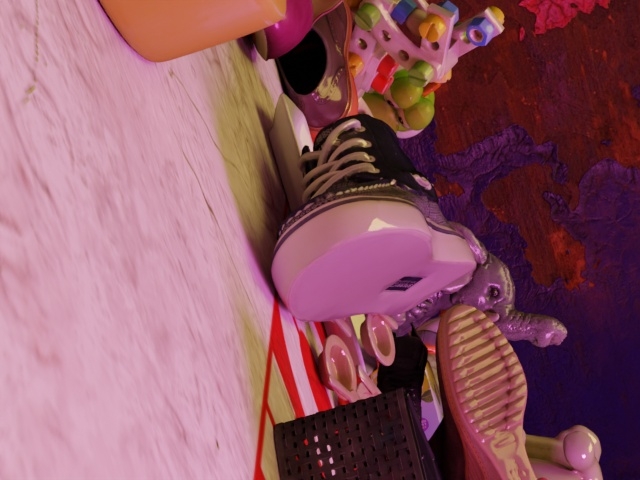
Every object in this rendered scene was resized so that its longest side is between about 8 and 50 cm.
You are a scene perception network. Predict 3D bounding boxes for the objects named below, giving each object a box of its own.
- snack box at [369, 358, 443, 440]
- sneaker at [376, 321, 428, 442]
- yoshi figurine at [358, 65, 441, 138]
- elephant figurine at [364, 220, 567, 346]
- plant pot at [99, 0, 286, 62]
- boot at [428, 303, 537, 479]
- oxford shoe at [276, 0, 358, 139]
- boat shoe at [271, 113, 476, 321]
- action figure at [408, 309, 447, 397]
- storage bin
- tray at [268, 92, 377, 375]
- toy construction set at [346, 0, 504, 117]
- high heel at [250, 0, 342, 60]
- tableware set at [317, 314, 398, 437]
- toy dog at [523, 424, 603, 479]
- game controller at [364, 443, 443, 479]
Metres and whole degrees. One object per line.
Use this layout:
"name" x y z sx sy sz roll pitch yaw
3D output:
"snack box" 0.116 0.234 1.406 0.174 0.070 0.207 53 23 -74
"sneaker" 0.075 0.131 1.168 0.170 0.051 0.089 -63 160 -83
"yoshi figurine" 0.068 -0.207 1.987 0.362 0.203 0.203 -148 -99 -78
"elephant figurine" 0.169 0.052 1.573 0.169 0.239 0.186 -95 167 -63
"plant pot" -0.020 -0.250 0.666 0.254 0.239 0.254 -16 90 -84
"boot" 0.125 0.203 1.214 0.207 0.090 0.249 -33 -110 57
"oxford shoe" -0.015 -0.255 1.460 0.098 0.096 0.271 50 22 -58
"boat shoe" 0.019 -0.030 0.994 0.158 0.127 0.340 60 11 14
"action figure" 0.170 0.224 1.813 0.330 0.178 0.341 -6 106 -77
"storage bin" 0.038 0.193 0.717 0.122 0.084 0.180 67 8 -48
"tray" 0.000 0.000 1.171 0.145 0.030 0.270 24 49 -83
"toy construction set" 0.084 -0.219 1.609 0.151 0.215 0.328 -46 168 -49
"high heel" 0.002 -0.291 1.269 0.377 0.181 0.127 -95 167 -64
"tableware set" 0.031 0.095 1.052 0.141 0.020 0.169 48 32 -45
"toy dog" 0.356 0.505 2.190 0.408 0.284 0.396 -56 165 -85
"game controller" 0.101 0.335 1.105 0.166 0.067 0.319 3 69 -69
